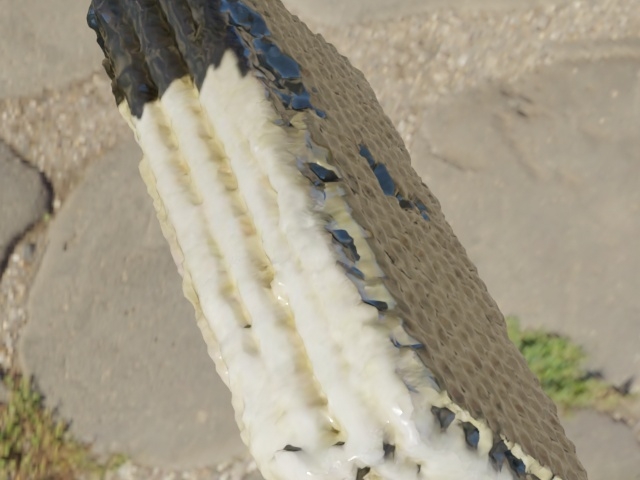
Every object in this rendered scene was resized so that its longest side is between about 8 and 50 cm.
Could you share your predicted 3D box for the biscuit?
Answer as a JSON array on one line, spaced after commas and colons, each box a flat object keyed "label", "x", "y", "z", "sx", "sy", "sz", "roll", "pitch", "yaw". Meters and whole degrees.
[{"label": "biscuit", "x": 0.000, "y": 0.000, "z": 0.477, "sx": 0.062, "sy": 0.108, "sz": 0.239, "roll": -39, "pitch": 44, "yaw": 13}]
